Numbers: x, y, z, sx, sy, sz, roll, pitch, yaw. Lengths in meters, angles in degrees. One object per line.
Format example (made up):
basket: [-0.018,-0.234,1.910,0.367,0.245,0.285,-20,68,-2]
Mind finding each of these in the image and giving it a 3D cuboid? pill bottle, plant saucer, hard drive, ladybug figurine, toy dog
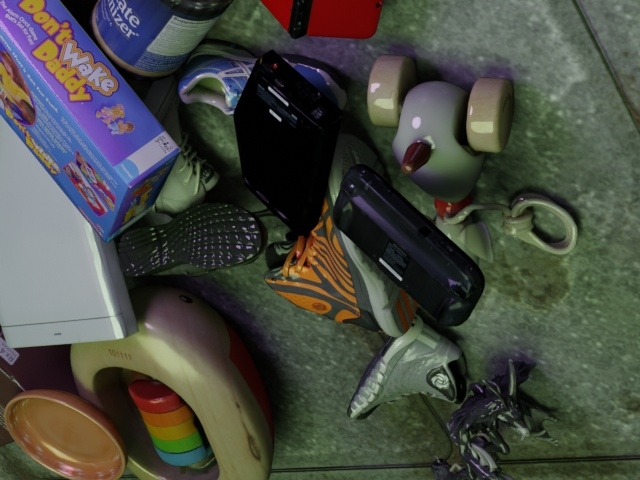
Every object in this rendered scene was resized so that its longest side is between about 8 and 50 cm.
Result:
pill bottle: [-0.165,-0.282,1.632,0.123,0.123,0.219,38,140,-9]
plant saucer: [-0.373,0.286,2.167,0.200,0.037,0.200,15,139,14]
hard drive: [-0.386,-0.031,1.981,0.233,0.047,0.353,-7,102,37]
ladybug figurine: [-0.201,0.233,2.162,0.305,0.162,0.449,10,136,25]
toy dog: [0.136,-0.050,1.652,0.220,0.161,0.333,-5,129,35]

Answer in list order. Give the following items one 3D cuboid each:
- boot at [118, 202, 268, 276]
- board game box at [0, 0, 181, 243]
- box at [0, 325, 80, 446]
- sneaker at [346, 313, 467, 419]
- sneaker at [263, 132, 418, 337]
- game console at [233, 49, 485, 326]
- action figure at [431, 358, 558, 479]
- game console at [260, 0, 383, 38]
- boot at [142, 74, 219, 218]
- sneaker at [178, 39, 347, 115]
boot: [-0.131,0.003,1.910,0.246,0.161,0.083,-9,82,38]
board game box: [-0.322,-0.181,1.745,0.347,0.078,0.233,51,158,3]
box: [-0.473,0.196,2.292,0.203,0.167,0.168,-23,117,45]
sneaker: [0.127,0.202,1.987,0.132,0.086,0.228,28,140,0]
sneaker: [0.000,0.000,1.821,0.180,0.124,0.321,6,134,26]
game console: [0.034,-0.038,1.611,0.361,0.044,0.213,44,152,18]
action figure: [0.236,0.261,1.928,0.141,0.164,0.275,41,153,14]
game console: [0.001,-0.288,1.532,0.124,0.085,0.144,51,150,26]
boot: [-0.182,-0.113,1.858,0.123,0.095,0.258,25,149,-2]
sneaker: [-0.070,-0.174,1.716,0.211,0.081,0.080,11,135,22]
